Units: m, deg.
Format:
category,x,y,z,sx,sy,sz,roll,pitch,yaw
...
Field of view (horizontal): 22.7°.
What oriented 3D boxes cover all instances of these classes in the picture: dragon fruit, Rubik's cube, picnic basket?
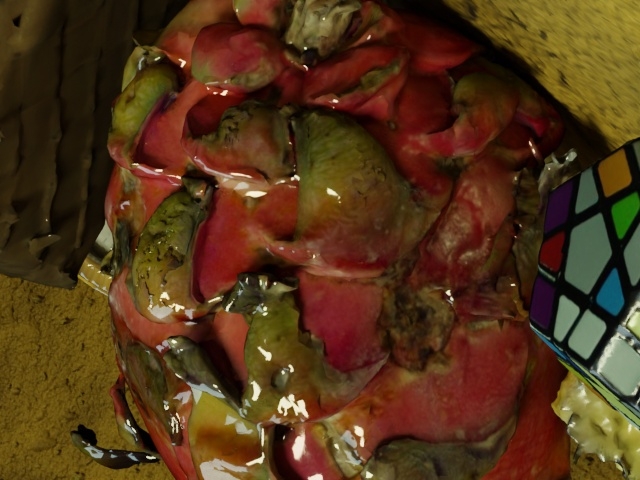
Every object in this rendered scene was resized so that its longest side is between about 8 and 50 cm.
category,x,y,z,sx,sy,sz,roll,pitch,yaw
dragon fruit,0.000,0.000,0.798,0.269,0.250,0.291,-2,108,64
Rubik's cube,0.139,0.016,0.558,0.133,0.133,0.112,39,-153,-5
picnic basket,-0.231,-0.154,0.872,0.321,0.291,0.254,25,174,20

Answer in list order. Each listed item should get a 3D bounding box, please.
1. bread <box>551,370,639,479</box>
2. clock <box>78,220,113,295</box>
category,x,y,z,sx,sy,sz,roll,pitch,yaw
bread,0.213,0.093,0.731,0.260,0.129,0.134,40,-175,-4
clock,-0.121,-0.095,1.125,0.317,0.244,0.200,34,-163,13
